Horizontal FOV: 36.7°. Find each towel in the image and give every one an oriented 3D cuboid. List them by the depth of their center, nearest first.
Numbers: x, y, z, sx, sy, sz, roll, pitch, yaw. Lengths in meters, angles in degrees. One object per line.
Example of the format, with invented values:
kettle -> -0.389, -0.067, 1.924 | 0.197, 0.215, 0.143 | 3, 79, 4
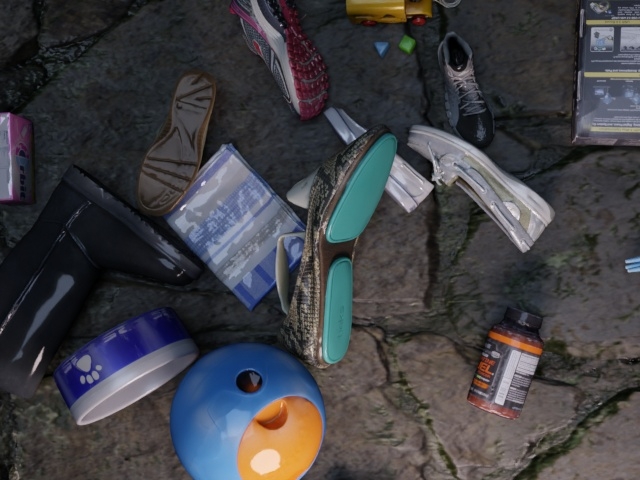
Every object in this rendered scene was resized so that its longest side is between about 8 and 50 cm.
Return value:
towel -> -0.165, -0.029, 1.938 | 0.209, 0.034, 0.285 | -44, 82, 5

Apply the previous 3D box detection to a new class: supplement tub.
supplement tub -> 0.352, 0.226, 1.805 | 0.106, 0.106, 0.198 | 19, 89, 10

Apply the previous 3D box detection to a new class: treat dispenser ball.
treat dispenser ball -> -0.134, 0.331, 1.785 | 0.288, 0.288, 0.288 | 0, 87, 9

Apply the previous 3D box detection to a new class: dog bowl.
dog bowl -> -0.368, 0.238, 1.839 | 0.265, 0.265, 0.104 | -33, 80, 6

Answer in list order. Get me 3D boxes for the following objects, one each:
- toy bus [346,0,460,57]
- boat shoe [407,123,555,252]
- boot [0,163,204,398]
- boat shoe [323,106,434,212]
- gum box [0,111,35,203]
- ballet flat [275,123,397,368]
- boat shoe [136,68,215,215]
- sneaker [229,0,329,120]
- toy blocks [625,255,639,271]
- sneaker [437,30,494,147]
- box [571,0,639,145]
toy bus -> 0.143, -0.478, 1.876 | 0.191, 0.104, 0.202 | 45, 95, 8
boat shoe -> 0.290, -0.108, 1.829 | 0.320, 0.118, 0.103 | 36, 89, 2
boot -> -0.489, 0.127, 1.921 | 0.367, 0.146, 0.445 | 36, 89, 19
boat shoe -> 0.114, -0.173, 1.879 | 0.084, 0.095, 0.258 | -42, 92, 1
gum box -> -0.639, -0.170, 1.984 | 0.062, 0.107, 0.189 | -3, 87, 9
ballet flat -> 0.000, 0.000, 1.821 | 0.182, 0.164, 0.483 | 21, 106, 30
boat shoe -> -0.283, -0.191, 1.936 | 0.109, 0.098, 0.302 | 18, 88, -4
sneaker -> -0.079, -0.375, 1.913 | 0.112, 0.121, 0.299 | -26, 83, 36
toy blocks -> 0.649, 0.069, 1.790 | 0.148, 0.054, 0.123 | -11, 85, 8
sneaker -> 0.270, -0.290, 1.831 | 0.086, 0.132, 0.229 | -19, 84, 8
box -> 0.674, -0.334, 1.788 | 0.394, 0.097, 0.318 | 2, 86, 9
